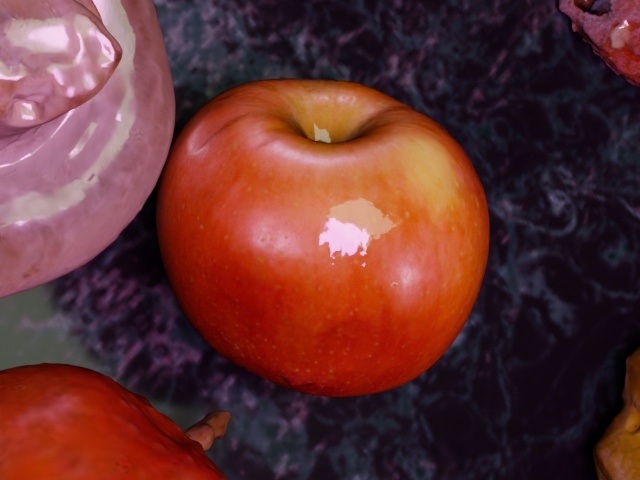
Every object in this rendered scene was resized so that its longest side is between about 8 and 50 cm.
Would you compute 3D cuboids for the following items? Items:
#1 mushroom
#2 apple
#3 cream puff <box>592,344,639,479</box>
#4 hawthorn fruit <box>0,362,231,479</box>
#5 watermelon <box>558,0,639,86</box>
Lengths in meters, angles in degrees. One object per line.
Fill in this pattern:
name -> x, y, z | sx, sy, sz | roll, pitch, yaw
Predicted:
mushroom -> -0.150, -0.073, 0.760 | 0.204, 0.204, 0.204 | 4, 82, -27
apple -> 0.000, 0.000, 0.851 | 0.163, 0.163, 0.139 | -13, 126, -28
cream puff -> 0.251, 0.122, 0.960 | 0.194, 0.194, 0.221 | 35, 66, -20
hawthorn fruit -> -0.122, 0.145, 0.756 | 0.205, 0.205, 0.253 | 50, 55, -13
watermelon -> 0.253, -0.150, 1.038 | 0.256, 0.140, 0.193 | 26, 64, -14
